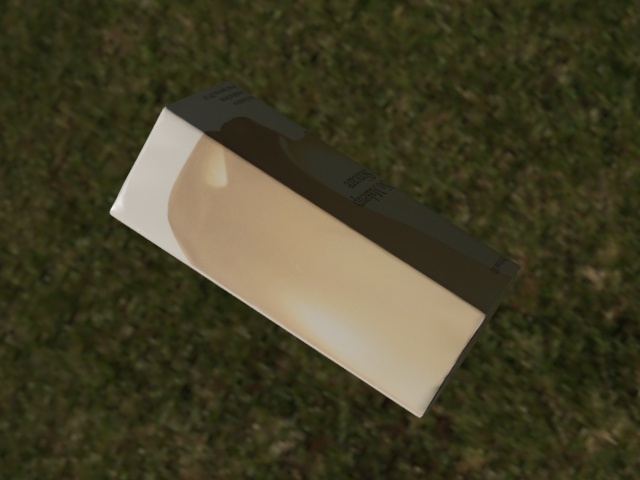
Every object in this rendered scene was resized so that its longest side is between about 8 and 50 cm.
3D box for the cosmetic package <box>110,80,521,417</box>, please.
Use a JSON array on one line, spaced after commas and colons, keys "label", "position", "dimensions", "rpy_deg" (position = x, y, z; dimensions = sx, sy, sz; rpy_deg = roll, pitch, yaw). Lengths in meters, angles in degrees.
[{"label": "cosmetic package", "position": [0.000, 0.000, 0.507], "dimensions": [0.115, 0.060, 0.041], "rpy_deg": [32, 111, 6]}]
